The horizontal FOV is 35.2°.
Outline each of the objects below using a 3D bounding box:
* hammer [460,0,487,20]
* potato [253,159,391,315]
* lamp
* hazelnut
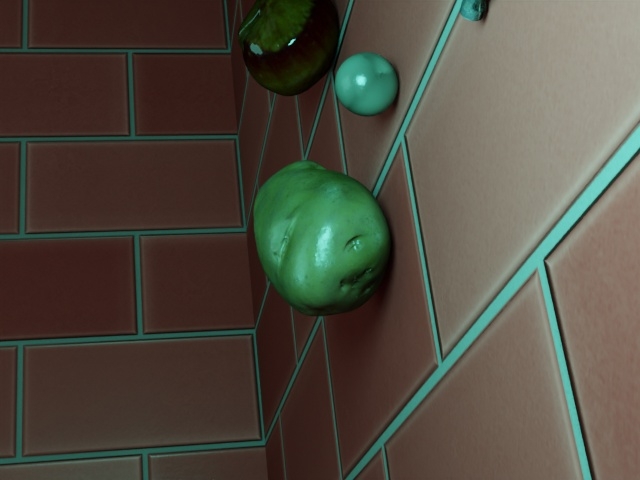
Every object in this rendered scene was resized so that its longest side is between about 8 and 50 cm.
[{"bbox_3d":[0.106,-0.401,1.227,0.290,0.037,0.137,45,153,21],"label":"hammer"},{"bbox_3d":[0.000,0.000,1.752,0.326,0.221,0.243,-142,40,-63],"label":"potato"},{"bbox_3d":[0.075,-0.252,1.629,0.105,0.105,0.105,178,90,-79],"label":"lamp"},{"bbox_3d":[-0.055,-0.423,2.074,0.217,0.217,0.251,106,169,-57],"label":"hazelnut"}]
